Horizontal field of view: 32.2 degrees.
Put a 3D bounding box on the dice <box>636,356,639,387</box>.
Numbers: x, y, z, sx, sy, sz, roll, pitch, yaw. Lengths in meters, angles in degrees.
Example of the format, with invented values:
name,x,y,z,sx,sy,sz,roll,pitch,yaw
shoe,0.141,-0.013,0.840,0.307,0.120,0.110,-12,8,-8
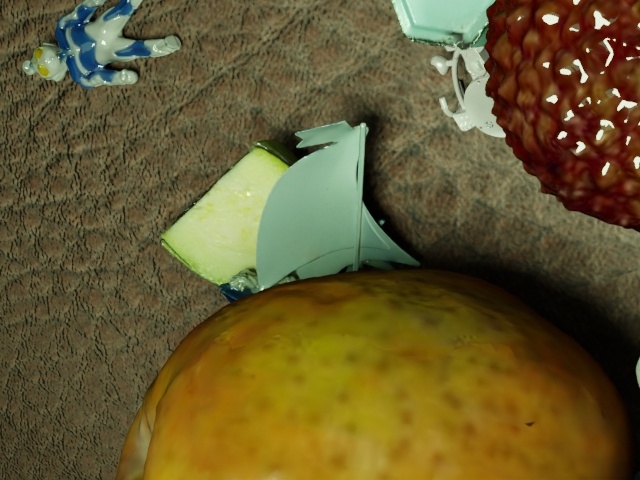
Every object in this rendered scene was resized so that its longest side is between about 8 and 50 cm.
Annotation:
name,x,y,z,sx,sy,sz,roll,pitch,yaw
dice,0.414,0.075,0.850,0.251,0.243,0.259,35,119,18

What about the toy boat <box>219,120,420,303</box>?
name,x,y,z,sx,sy,sz,roll,pitch,yaw
toy boat,0.026,0.015,1.155,0.210,0.070,0.291,23,123,-8

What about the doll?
name,x,y,z,sx,sy,sz,roll,pitch,yaw
doll,-0.268,-0.226,1.302,0.227,0.057,0.114,-16,101,34

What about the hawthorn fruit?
name,x,y,z,sx,sy,sz,roll,pitch,yaw
hawthorn fruit,0.037,0.232,1.014,0.472,0.472,0.471,11,112,30

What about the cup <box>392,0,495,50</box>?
name,x,y,z,sx,sy,sz,roll,pitch,yaw
cup,0.149,-0.224,0.921,0.134,0.236,0.148,14,116,30

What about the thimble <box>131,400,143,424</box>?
name,x,y,z,sx,sy,sz,roll,pitch,yaw
thimble,-0.148,0.255,1.344,0.118,0.127,0.151,-6,108,36

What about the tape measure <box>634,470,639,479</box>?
name,x,y,z,sx,sy,sz,roll,pitch,yaw
tape measure,0.336,0.325,1.068,0.181,0.107,0.182,43,124,17

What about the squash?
name,x,y,z,sx,sy,sz,roll,pitch,yaw
squash,-0.053,-0.023,1.231,0.184,0.085,0.192,37,123,-22

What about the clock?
name,x,y,z,sx,sy,sz,roll,pitch,yaw
clock,0.149,-0.157,1.049,0.087,0.041,0.129,-6,121,43

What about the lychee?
name,x,y,z,sx,sy,sz,roll,pitch,yaw
lychee,0.237,-0.125,0.731,0.264,0.264,0.300,29,159,22
